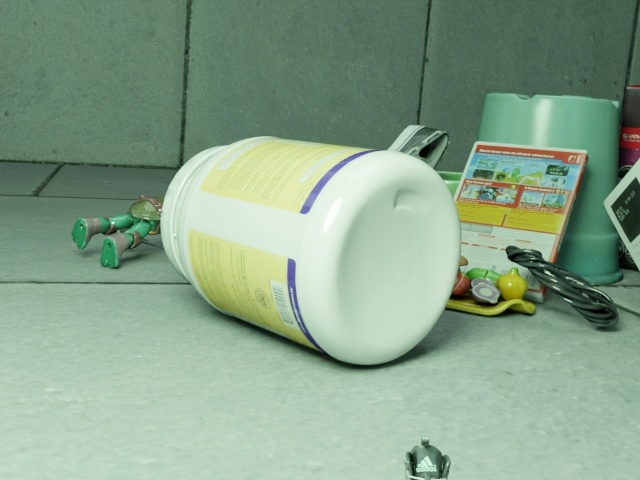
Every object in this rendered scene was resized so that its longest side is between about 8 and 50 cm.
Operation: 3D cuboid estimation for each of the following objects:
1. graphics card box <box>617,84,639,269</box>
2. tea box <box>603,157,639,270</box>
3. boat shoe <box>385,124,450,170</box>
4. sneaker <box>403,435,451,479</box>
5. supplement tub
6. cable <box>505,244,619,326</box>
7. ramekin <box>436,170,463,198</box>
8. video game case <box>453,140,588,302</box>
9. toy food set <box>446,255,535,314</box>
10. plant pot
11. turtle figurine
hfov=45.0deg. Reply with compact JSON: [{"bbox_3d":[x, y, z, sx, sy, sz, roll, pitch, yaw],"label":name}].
[{"bbox_3d":[0.698,-0.115,1.517,0.094,0.371,0.232,-3,13,-36],"label":"graphics card box"},{"bbox_3d":[0.632,-0.078,1.071,0.323,0.220,0.329,-21,-19,-6],"label":"tea box"},{"bbox_3d":[0.183,-0.136,1.598,0.102,0.108,0.301,8,42,33],"label":"boat shoe"},{"bbox_3d":[0.069,0.164,0.510,0.038,0.069,0.098,3,10,-1],"label":"sneaker"},{"bbox_3d":[-0.024,-0.002,0.947,0.241,0.241,0.331,-5,13,-42],"label":"supplement tub"},{"bbox_3d":[0.351,0.060,1.113,0.150,0.047,0.184,28,13,-46],"label":"cable"},{"bbox_3d":[0.291,-0.078,1.792,0.303,0.148,0.303,3,9,-1],"label":"ramekin"},{"bbox_3d":[0.316,-0.041,1.310,0.204,0.285,0.025,10,-25,32],"label":"video game case"},{"bbox_3d":[0.220,0.061,1.178,0.217,0.071,0.128,8,11,26],"label":"toy food set"},{"bbox_3d":[0.431,-0.112,1.505,0.340,0.334,0.341,3,10,-1],"label":"plant pot"},{"bbox_3d":[-0.302,-0.021,1.351,0.175,0.118,0.234,11,17,35],"label":"turtle figurine"}]
